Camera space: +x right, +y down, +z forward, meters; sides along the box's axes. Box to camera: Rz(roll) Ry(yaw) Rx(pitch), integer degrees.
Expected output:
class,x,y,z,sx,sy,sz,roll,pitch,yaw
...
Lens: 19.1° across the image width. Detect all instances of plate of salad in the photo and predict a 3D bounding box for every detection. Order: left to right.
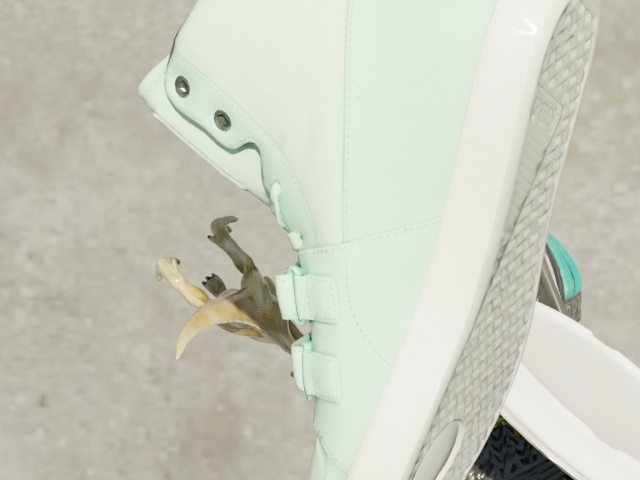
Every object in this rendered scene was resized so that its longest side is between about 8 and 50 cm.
class,x,y,z,sx,sy,sz,roll,pitch,yaw
plate of salad,0.131,0.092,0.973,0.200,0.200,0.048,14,118,-51

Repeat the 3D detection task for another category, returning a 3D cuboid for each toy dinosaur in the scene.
class,x,y,z,sx,sy,sz,roll,pitch,yaw
toy dinosaur,-0.041,0.034,1.015,0.053,0.092,0.183,-46,156,7

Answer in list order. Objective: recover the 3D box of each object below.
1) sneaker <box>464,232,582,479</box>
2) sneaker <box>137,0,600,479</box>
class,x,y,z,sx,sy,sz,roll,pitch,yaw
sneaker,0.111,0.085,1.158,0.178,0.123,0.296,38,36,-75
sneaker,0.000,-0.001,0.707,0.094,0.151,0.256,-24,132,-60
